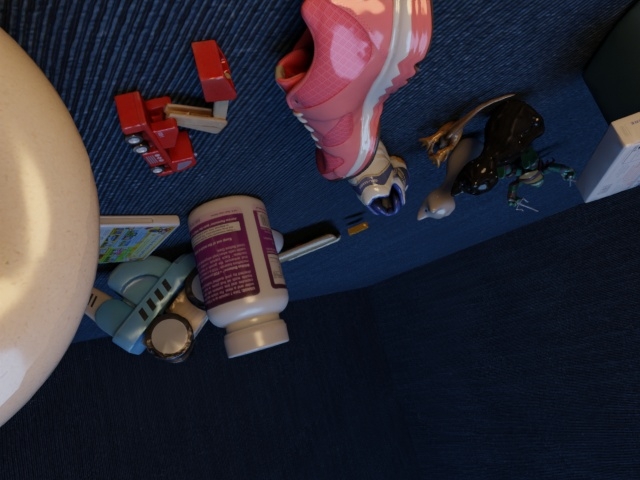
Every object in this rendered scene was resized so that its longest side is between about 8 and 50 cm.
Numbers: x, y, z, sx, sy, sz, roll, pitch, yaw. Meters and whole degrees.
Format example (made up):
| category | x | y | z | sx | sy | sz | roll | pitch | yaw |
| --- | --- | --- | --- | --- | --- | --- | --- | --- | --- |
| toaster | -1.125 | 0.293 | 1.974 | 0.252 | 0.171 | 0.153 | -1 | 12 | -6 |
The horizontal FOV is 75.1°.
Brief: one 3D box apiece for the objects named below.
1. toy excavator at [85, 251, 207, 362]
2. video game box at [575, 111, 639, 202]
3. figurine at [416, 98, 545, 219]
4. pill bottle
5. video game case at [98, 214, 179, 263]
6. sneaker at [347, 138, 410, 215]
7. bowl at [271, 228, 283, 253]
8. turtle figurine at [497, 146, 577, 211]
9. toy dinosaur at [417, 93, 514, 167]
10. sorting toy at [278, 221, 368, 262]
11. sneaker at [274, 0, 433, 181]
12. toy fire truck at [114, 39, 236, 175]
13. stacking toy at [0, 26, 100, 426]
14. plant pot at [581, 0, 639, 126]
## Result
| category | x | y | z | sx | sy | sz | roll | pitch | yaw |
| --- | --- | --- | --- | --- | --- | --- | --- | --- | --- |
| toy excavator | -0.510 | 0.159 | 1.042 | 0.433 | 0.445 | 0.222 | -55 | 180 | -22 |
| video game box | 0.497 | -0.138 | 0.601 | 0.187 | 0.048 | 0.205 | -17 | 159 | 14 |
| figurine | 0.282 | -0.131 | 0.785 | 0.209 | 0.092 | 0.215 | -48 | 180 | -22 |
| pill bottle | -0.162 | 0.075 | 0.855 | 0.169 | 0.302 | 0.169 | -15 | 167 | -4 |
| video game case | -0.430 | 0.002 | 0.850 | 0.206 | 0.026 | 0.227 | -3 | 161 | -43 |
| sneaker | 0.120 | -0.103 | 0.836 | 0.111 | 0.131 | 0.296 | -24 | 166 | 23 |
| bowl | -0.176 | 0.020 | 1.165 | 0.142 | 0.053 | 0.142 | -20 | 167 | 11 |
| turtle figurine | 0.562 | -0.169 | 1.114 | 0.234 | 0.118 | 0.175 | 17 | 133 | -40 |
| toy dinosaur | 0.242 | -0.201 | 0.768 | 0.112 | 0.064 | 0.211 | -42 | 177 | -13 |
| sorting toy | 0.000 | 0.000 | 1.285 | 0.307 | 0.041 | 0.229 | -22 | 178 | 7 |
| sneaker | 0.010 | -0.179 | 0.495 | 0.136 | 0.116 | 0.314 | -2 | 157 | -12 |
| toy fire truck | -0.164 | -0.145 | 0.501 | 0.135 | 0.047 | 0.192 | -15 | 168 | -7 |
| stacking toy | -0.373 | -0.018 | 0.429 | 0.350 | 0.351 | 0.480 | -12 | -174 | -14 |
| plant pot | 0.513 | -0.267 | 0.572 | 0.165 | 0.166 | 0.234 | -19 | 161 | 12 |
